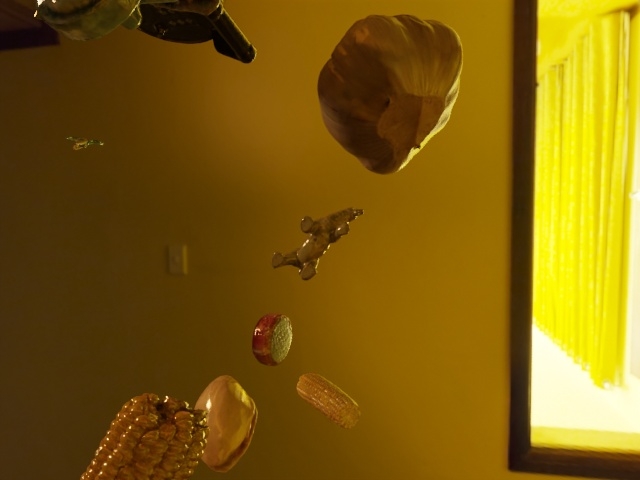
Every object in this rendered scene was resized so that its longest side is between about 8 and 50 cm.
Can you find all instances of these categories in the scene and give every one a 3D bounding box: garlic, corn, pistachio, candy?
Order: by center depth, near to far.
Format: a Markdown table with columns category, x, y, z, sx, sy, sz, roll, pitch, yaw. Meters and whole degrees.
| category | x | y | z | sx | sy | sz | roll | pitch | yaw |
| --- | --- | --- | --- | --- | --- | --- | --- | --- | --- |
| corn | -0.198 | 0.287 | 0.440 | 0.101 | 0.292 | 0.101 | 20 | 163 | 6 |
| candy | -0.093 | 0.192 | 0.933 | 0.043 | 0.103 | 0.103 | 2 | -175 | 24 |
| garlic | 0.131 | -0.304 | 0.984 | 0.317 | 0.259 | 0.317 | -9 | 141 | -7 |
| corn | 0.021 | 0.484 | 1.468 | 0.093 | 0.093 | 0.244 | -5 | -166 | -38 |
| pistachio | -0.330 | 0.614 | 1.627 | 0.214 | 0.193 | 0.318 | -3 | -138 | 4 |

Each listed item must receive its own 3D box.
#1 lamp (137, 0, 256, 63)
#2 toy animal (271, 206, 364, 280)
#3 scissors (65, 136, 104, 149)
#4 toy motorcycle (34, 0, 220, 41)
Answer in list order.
| category | x | y | z | sx | sy | sz | roll | pitch | yaw |
| --- | --- | --- | --- | --- | --- | --- | --- | --- | --- |
| lamp | -0.262 | -0.524 | 0.894 | 0.374 | 0.272 | 0.205 | 20 | 176 | 21 |
| toy animal | 0.000 | 0.000 | 1.065 | 0.103 | 0.219 | 0.101 | 42 | -167 | 17 |
| scissors | -0.380 | -0.156 | 0.765 | 0.058 | 0.014 | 0.119 | 6 | -166 | -21 |
| toy motorcycle | -0.202 | -0.327 | 0.459 | 0.241 | 0.319 | 0.182 | -33 | 155 | -19 |
